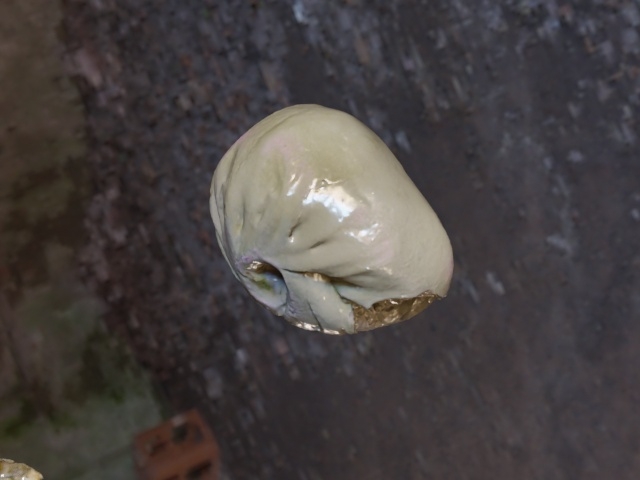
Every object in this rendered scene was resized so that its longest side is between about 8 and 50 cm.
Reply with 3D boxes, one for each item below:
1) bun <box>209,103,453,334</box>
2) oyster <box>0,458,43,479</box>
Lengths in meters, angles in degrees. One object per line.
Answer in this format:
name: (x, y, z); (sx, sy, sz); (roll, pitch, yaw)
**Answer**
bun: (0.000, 0.000, 1.040); (0.193, 0.128, 0.178); (45, 155, 16)
oyster: (-0.440, 0.311, 1.553); (0.341, 0.110, 0.166); (-21, 60, 43)
